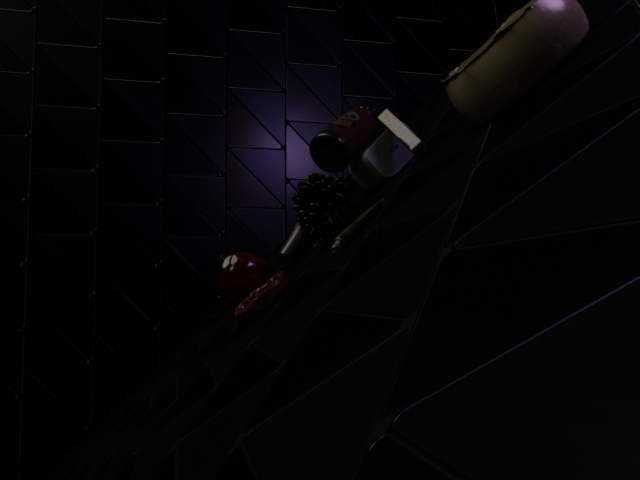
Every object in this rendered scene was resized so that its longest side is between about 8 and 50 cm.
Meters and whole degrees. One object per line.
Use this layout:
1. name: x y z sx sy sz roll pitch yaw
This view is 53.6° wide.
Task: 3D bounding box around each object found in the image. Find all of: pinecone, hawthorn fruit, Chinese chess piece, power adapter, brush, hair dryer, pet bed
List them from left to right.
1. hawthorn fruit: -0.260 0.121 2.104 0.185 0.202 0.185 -44 14 14
2. pet bed: -0.172 0.168 1.895 0.201 0.053 0.201 -38 8 6
3. hair dryer: -0.045 -0.039 2.429 0.301 0.121 0.361 -53 -2 -8
4. brush: 0.000 0.000 2.118 0.083 0.008 0.024 -46 3 -19
5. pinecone: 0.001 -0.104 1.996 0.208 0.208 0.208 -43 6 5
6. power adapter: 0.200 -0.271 2.117 0.187 0.124 0.255 -45 5 -18
7. Chinese chess piece: 0.438 -0.419 1.440 0.338 0.140 0.338 -42 6 5

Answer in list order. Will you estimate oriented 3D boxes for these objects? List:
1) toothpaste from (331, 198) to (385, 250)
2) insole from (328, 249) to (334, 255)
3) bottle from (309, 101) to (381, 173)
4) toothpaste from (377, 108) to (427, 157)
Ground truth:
1. toothpaste: 0.096 -0.040 1.624 0.204 0.031 0.049 -44 5 -29
2. insole: 0.063 -0.004 1.731 0.135 0.002 0.045 -48 6 -32
3. bottle: 0.099 -0.359 2.136 0.144 0.144 0.336 -39 6 44
4. toothpaste: 0.244 -0.334 1.931 0.044 0.193 0.070 -43 -38 7
